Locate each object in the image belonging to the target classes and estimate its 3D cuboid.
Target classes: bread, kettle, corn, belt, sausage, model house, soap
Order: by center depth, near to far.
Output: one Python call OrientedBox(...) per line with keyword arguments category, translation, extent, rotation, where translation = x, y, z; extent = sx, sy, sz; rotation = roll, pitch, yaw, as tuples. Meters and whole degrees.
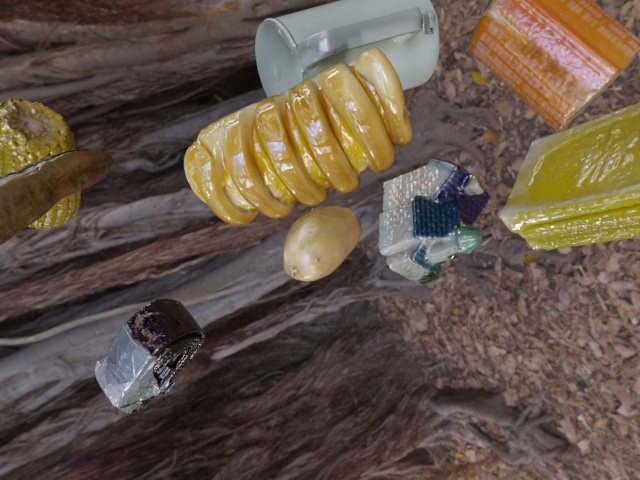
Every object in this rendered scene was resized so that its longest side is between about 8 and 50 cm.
OrientedBox(category="bread", translation=(-0.029, -0.113, 0.639), extent=(0.173, 0.311, 0.121), rotation=(47, -157, -57))
OrientedBox(category="soap", translation=(0.423, -0.099, 0.673), extent=(0.091, 0.199, 0.315), rotation=(39, 159, -17))
OrientedBox(category="corn", translation=(-0.523, -0.126, 0.894), extent=(0.387, 0.144, 0.143), rotation=(-33, 78, 56))
OrientedBox(category="kettle", translation=(0.066, -0.357, 0.927), extent=(0.265, 0.318, 0.205), rotation=(46, 150, 43))
OrientedBox(category="sausage", translation=(0.502, -0.414, 1.036), extent=(0.287, 0.233, 0.233), rotation=(49, 164, 12))
OrientedBox(category="belt", translation=(-0.403, 0.288, 1.140), extent=(0.164, 0.289, 0.184), rotation=(44, -167, 19))
OrientedBox(category="model house", translation=(0.332, -0.062, 1.322), extent=(0.284, 0.243, 0.298), rotation=(-28, 48, 42))

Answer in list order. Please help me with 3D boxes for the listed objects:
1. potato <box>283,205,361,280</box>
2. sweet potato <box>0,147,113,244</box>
OrientedBox(category="potato", translation=(0.000, 0.000, 0.843), extent=(0.109, 0.178, 0.118), rotation=(46, 137, 1))
OrientedBox(category="sweet potato", translation=(-0.364, -0.056, 0.590), extent=(0.075, 0.273, 0.075), rotation=(19, 133, 22))
